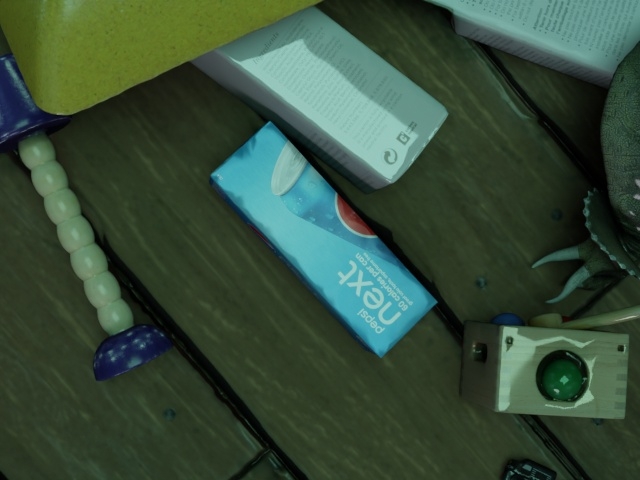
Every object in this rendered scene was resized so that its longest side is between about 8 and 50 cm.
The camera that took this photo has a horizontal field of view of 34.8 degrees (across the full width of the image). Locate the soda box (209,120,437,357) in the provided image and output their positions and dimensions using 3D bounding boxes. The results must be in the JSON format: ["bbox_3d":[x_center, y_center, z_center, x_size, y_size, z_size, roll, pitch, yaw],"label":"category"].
[{"bbox_3d":[0.000,0.000,0.878,0.071,0.067,0.210,-43,94,-7],"label":"soda box"}]

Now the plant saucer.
[{"bbox_3d":[-0.124,-0.295,0.791,0.333,0.081,0.332,-26,62,-8],"label":"plant saucer"}]

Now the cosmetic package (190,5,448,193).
[{"bbox_3d":[-0.017,-0.140,0.858,0.231,0.117,0.085,38,83,-6],"label":"cosmetic package"}]

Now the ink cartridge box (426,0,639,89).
[{"bbox_3d":[0.247,-0.316,0.921,0.330,0.071,0.324,20,87,-5],"label":"ink cartridge box"}]

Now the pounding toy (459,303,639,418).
[{"bbox_3d":[0.201,0.094,0.863,0.130,0.141,0.100,4,87,-7],"label":"pounding toy"}]

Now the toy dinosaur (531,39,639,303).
[{"bbox_3d":[0.292,-0.082,0.848,0.160,0.121,0.313,-1,110,-14],"label":"toy dinosaur"}]

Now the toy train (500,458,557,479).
[{"bbox_3d":[0.237,0.236,0.921,0.158,0.027,0.036,26,74,-5],"label":"toy train"}]

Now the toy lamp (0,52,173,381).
[{"bbox_3d":[-0.211,-0.022,0.849,0.080,0.080,0.274,-23,93,-8],"label":"toy lamp"}]
